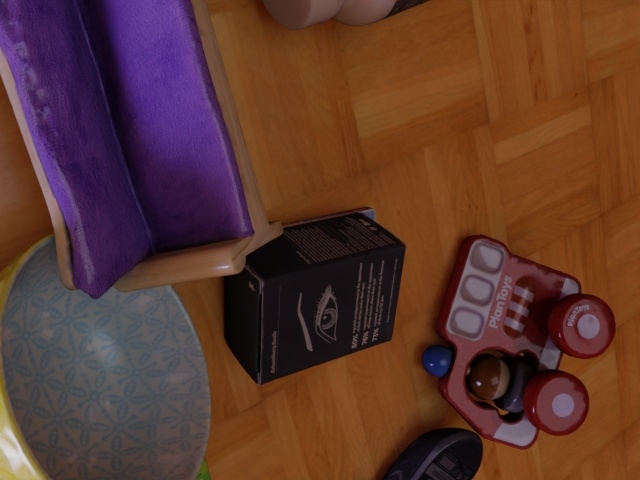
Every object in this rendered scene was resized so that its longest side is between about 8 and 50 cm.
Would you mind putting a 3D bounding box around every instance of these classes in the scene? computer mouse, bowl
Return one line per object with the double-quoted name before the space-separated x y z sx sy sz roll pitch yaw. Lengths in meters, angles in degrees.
"computer mouse" 0.140 0.391 1.007 0.272 0.072 0.188 -43 121 -4
"bowl" -0.257 0.148 0.640 0.156 0.289 0.289 -21 117 20

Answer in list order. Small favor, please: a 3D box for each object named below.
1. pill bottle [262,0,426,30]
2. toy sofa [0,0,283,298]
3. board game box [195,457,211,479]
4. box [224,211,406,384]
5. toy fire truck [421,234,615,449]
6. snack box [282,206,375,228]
"pill bottle" 0.079 -0.365 0.758 0.318 0.176 0.176 -30 113 -24
"toy sofa" -0.175 -0.135 0.595 0.177 0.150 0.362 -36 114 -64
"board game box" -0.195 0.344 0.805 0.124 0.039 0.259 -20 106 -27
"box" -0.010 0.067 0.801 0.207 0.108 0.153 -11 122 -29
"toy fire truck" 0.297 0.167 1.021 0.254 0.169 0.302 20 87 -9
"snack box" 0.000 0.000 0.868 0.178 0.022 0.064 -13 106 -29
